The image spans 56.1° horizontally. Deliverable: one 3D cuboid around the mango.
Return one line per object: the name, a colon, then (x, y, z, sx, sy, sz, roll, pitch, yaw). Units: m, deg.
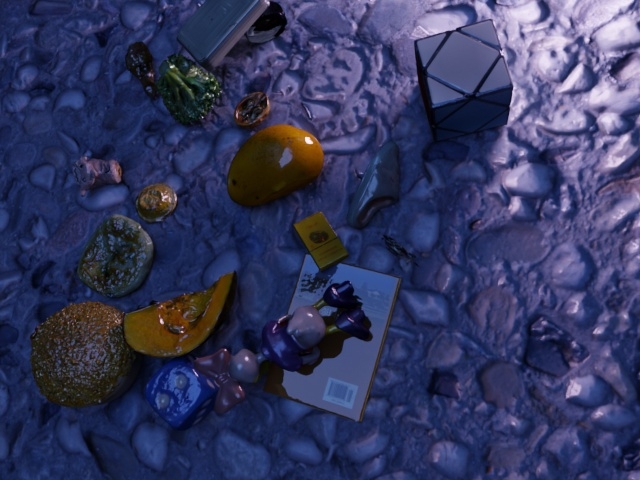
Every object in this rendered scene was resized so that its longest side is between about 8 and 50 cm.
mango: (-0.135, -0.203, 1.621, 0.290, 0.160, 0.191, -29, 76, 13)

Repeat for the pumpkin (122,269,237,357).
pumpkin: (-0.326, 0.218, 1.535, 0.312, 0.148, 0.169, -23, 67, 0)

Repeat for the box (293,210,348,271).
box: (0.000, 0.000, 1.577, 0.087, 0.023, 0.155, -29, 61, -5)

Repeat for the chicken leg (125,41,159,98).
chicken leg: (-0.546, -0.520, 1.851, 0.085, 0.069, 0.198, -21, 76, -19)

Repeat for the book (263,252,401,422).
book: (0.030, 0.237, 1.518, 0.262, 0.028, 0.374, 14, 78, 16)

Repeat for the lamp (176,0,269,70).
lamp: (-0.296, -0.649, 1.771, 0.269, 0.047, 0.266, -47, 44, 6)

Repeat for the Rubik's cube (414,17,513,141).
Rubik's cube: (0.363, -0.402, 1.534, 0.205, 0.205, 0.207, -14, 71, 9)

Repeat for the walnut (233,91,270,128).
walnut: (-0.193, -0.369, 1.729, 0.121, 0.052, 0.091, -46, 69, -5)

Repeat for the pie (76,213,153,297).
pie: (-0.582, 0.046, 1.697, 0.240, 0.054, 0.240, -3, 76, 12)

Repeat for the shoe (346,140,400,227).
shoe: (0.158, -0.136, 1.561, 0.100, 0.103, 0.251, 27, 87, 19)

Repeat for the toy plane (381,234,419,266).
toy plane: (0.204, 0.027, 1.530, 0.121, 0.049, 0.031, 39, 86, 2)

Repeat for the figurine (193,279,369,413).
figurine: (-0.082, 0.250, 1.426, 0.421, 0.193, 0.154, -32, 74, 8)

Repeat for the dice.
dice: (-0.340, 0.377, 1.499, 0.146, 0.146, 0.143, -45, 72, -3)

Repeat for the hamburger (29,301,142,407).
hamburger: (-0.613, 0.299, 1.564, 0.294, 0.179, 0.276, -19, 70, 7)

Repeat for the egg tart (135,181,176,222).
egg tart: (-0.480, -0.114, 1.723, 0.129, 0.049, 0.129, -4, 72, 11)

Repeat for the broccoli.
broccoli: (-0.395, -0.455, 1.726, 0.194, 0.194, 0.219, -19, 66, 7)

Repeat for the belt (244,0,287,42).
belt: (-0.165, -0.644, 1.774, 0.140, 0.105, 0.058, -25, 66, 11)

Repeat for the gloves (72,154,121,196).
gloves: (-0.663, -0.200, 1.769, 0.144, 0.094, 0.110, -23, 82, -3)
